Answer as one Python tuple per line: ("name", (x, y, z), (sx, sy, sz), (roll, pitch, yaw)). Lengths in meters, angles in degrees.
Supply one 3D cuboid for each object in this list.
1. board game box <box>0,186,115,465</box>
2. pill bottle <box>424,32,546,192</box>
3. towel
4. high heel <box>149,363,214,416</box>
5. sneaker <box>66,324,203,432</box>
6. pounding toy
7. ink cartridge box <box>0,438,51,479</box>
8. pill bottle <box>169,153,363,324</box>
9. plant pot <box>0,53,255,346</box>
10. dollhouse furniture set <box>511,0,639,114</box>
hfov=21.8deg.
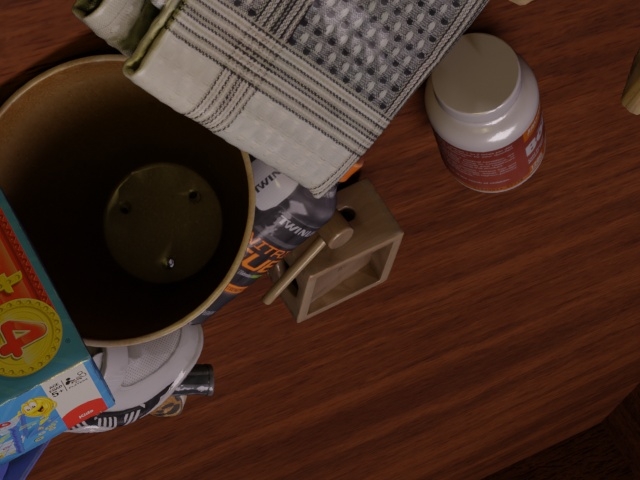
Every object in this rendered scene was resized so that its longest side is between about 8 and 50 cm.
("board game box", (-0.352, 0.055, 1.200), (0.302, 0.308, 0.086), (-29, 153, -9))
("pill bottle", (0.176, -0.138, 1.782), (0.121, 0.121, 0.216), (-32, 161, 0))
("towel", (0.010, -0.205, 1.254), (0.312, 0.056, 0.324), (-50, 139, 6))
("high heel", (-0.245, 0.163, 1.961), (0.186, 0.093, 0.261), (1, 174, -18))
("sneaker", (-0.261, 0.110, 1.706), (0.365, 0.137, 0.210), (-15, 157, -31))
("pounding toy", (-0.007, 0.001, 1.882), (0.181, 0.094, 0.206), (-25, 159, -19))
("ink cartridge box", (-0.339, 0.177, 1.258), (0.186, 0.311, 0.065), (-59, 140, -38))
("pill bottle", (-0.074, -0.035, 1.651), (0.245, 0.130, 0.130), (-39, 159, 19))
("plant pot", (-0.160, -0.027, 1.464), (0.237, 0.237, 0.254), (-33, 175, 2))
("dollhouse furniture set", (0.189, -0.324, 0.999), (0.394, 0.362, 0.256), (-64, -176, -37))
